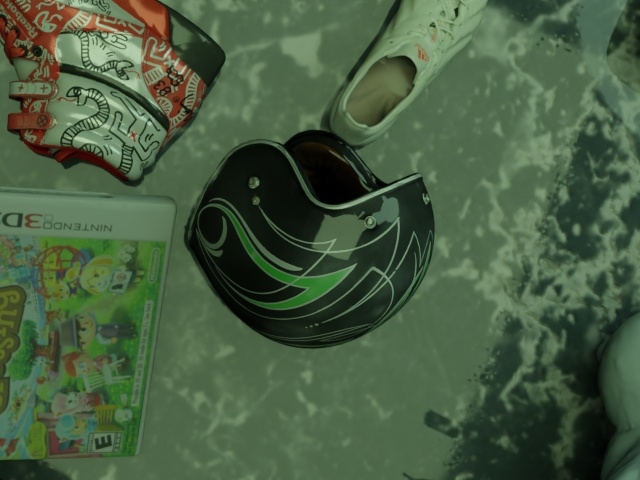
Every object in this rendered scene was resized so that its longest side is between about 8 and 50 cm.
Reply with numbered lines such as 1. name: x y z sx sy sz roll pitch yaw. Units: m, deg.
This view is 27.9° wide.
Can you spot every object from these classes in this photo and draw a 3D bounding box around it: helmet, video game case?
1. helmet: 0.000 0.000 0.967 0.161 0.169 0.169 36 85 13
2. video game case: -0.214 0.065 0.952 0.193 0.023 0.212 3 109 -24

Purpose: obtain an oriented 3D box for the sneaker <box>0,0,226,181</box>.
1. sneaker: -0.219 -0.156 0.979 0.270 0.090 0.145 33 83 -8

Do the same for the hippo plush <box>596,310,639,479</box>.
1. hippo plush: 0.258 0.179 1.006 0.294 0.234 0.236 23 56 -21

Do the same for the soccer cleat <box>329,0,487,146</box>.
1. soccer cleat: 0.077 -0.156 1.023 0.068 0.076 0.196 36 85 -5

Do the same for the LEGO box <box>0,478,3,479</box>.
1. LEGO box: -0.258 0.468 0.914 0.372 0.193 0.500 34 85 -5
